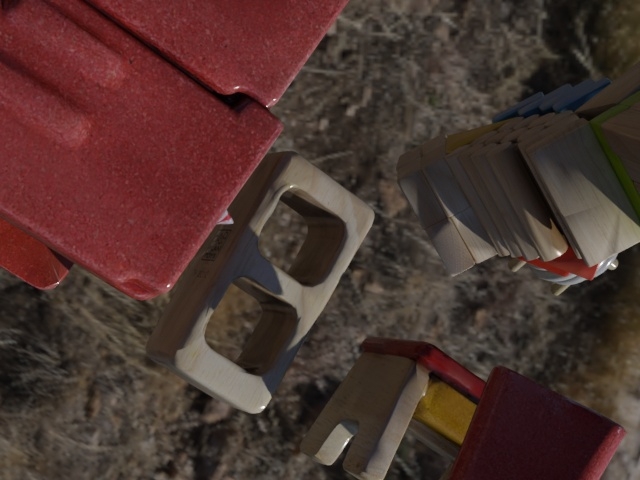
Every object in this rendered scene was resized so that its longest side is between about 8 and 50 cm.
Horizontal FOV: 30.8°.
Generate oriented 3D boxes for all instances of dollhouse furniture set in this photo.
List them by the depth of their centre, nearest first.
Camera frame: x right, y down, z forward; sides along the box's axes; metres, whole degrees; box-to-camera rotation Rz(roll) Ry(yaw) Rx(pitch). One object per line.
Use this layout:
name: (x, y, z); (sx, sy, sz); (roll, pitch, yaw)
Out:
dollhouse furniture set: (0.000, 0.000, 0.510); (0.374, 0.201, 0.152); (35, 76, -21)

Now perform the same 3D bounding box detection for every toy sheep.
toy sheep: (0.205, -0.003, 0.975); (0.132, 0.091, 0.091); (24, 82, -39)

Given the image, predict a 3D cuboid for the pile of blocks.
pile of blocks: (0.187, -0.039, 0.764); (0.149, 0.362, 0.112); (-36, 104, -23)
